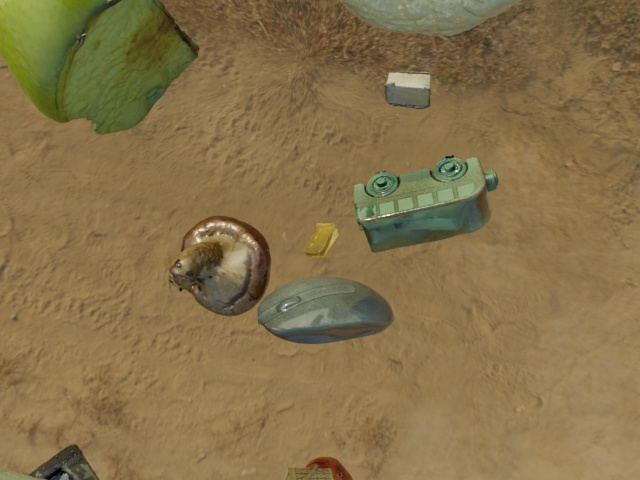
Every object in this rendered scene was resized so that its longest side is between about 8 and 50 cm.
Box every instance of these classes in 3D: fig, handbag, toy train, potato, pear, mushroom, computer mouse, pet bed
[{"bbox_3d":[0.015,0.573,1.385,0.128,0.128,0.150,5,93,-3],"label":"fig"},{"bbox_3d":[0.000,0.000,1.340,0.027,0.061,0.083,52,56,-37],"label":"handbag"},{"bbox_3d":[0.230,-0.081,1.341,0.326,0.159,0.129,-12,139,13],"label":"toy train"},{"bbox_3d":[0.229,-0.395,1.589,0.122,0.061,0.086,8,149,12],"label":"potato"},{"bbox_3d":[-0.304,-0.277,0.683,0.176,0.286,0.282,-42,89,2],"label":"pear"},{"bbox_3d":[-0.251,0.064,1.591,0.267,0.254,0.267,-1,94,-11],"label":"mushroom"},{"bbox_3d":[0.023,0.169,1.574,0.374,0.203,0.114,-2,126,-26],"label":"computer mouse"},{"bbox_3d":[-0.457,0.475,1.027,0.159,0.183,0.211,51,132,6],"label":"pet bed"}]

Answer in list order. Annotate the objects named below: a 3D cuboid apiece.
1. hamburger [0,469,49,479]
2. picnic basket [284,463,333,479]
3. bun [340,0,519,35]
[{"bbox_3d":[-0.245,0.228,0.495,0.121,0.084,0.054,19,98,6],"label":"hamburger"},{"bbox_3d":[-0.020,0.474,1.023,0.079,0.164,0.115,5,122,-12],"label":"picnic basket"},{"bbox_3d":[0.097,-0.279,0.497,0.220,0.134,0.220,12,133,14],"label":"bun"}]
